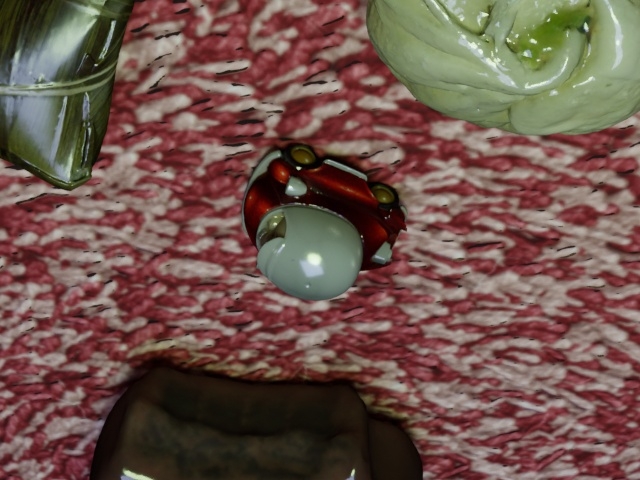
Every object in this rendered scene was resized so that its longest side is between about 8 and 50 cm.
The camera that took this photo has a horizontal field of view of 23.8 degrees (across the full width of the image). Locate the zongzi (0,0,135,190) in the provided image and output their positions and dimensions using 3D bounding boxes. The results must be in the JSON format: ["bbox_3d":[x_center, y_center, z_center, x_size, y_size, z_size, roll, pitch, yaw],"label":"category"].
[{"bbox_3d":[-0.263,-0.184,1.163,0.247,0.111,0.241,18,114,-3],"label":"zongzi"}]

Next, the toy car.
[{"bbox_3d":[0.000,0.000,1.280,0.139,0.112,0.112,16,132,-8],"label":"toy car"}]

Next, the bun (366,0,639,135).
[{"bbox_3d":[0.151,-0.168,1.082,0.259,0.160,0.259,3,136,3],"label":"bun"}]

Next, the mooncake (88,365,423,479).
[{"bbox_3d":[-0.076,0.248,1.476,0.326,0.174,0.334,-22,124,20],"label":"mooncake"}]
